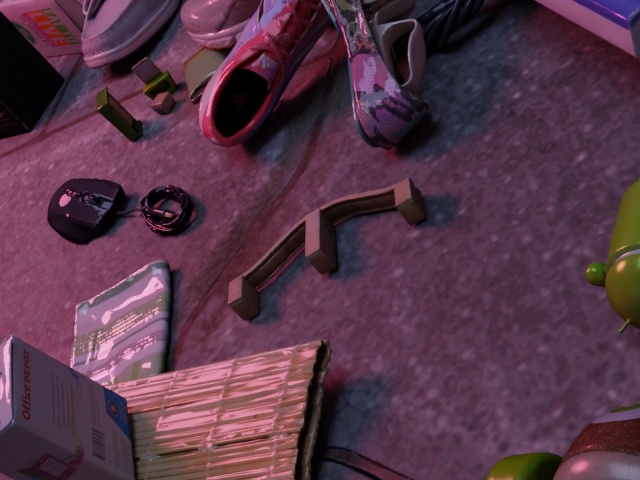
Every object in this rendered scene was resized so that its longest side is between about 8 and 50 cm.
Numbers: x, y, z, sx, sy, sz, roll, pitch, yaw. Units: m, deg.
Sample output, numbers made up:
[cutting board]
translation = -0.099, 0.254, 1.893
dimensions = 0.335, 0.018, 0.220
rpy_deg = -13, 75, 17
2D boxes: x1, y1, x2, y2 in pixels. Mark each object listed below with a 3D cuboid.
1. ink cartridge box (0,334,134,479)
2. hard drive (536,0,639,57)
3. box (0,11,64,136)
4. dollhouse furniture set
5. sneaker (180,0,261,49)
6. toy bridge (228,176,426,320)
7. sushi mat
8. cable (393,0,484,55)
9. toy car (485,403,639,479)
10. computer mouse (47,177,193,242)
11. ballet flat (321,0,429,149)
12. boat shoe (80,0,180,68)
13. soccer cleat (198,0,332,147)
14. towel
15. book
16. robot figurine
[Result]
[ink cartridge box]
translation = -0.204, 0.140, 0.973
dimensions = 0.052, 0.122, 0.088
rpy_deg = -36, 40, 19
[hard drive]
translation = 0.249, -0.248, 1.006
dimensions = 0.210, 0.040, 0.319
rpy_deg = -27, 32, -7
[box]
translation = -0.496, -0.224, 1.706
dimensions = 0.261, 0.184, 0.103
rpy_deg = -6, 49, 43
[dollhouse furniture set]
translation = -0.171, -0.179, 1.416
dimensions = 0.151, 0.058, 0.076
rpy_deg = -35, 34, 14
[sneaker]
translation = -0.062, -0.286, 1.353
dimensions = 0.262, 0.121, 0.099
rpy_deg = -8, 36, 41
[toy bridge]
translation = 0.000, 0.000, 1.055
dimensions = 0.188, 0.026, 0.063
rpy_deg = -30, 32, 20
[sushi mat]
translation = -0.125, 0.166, 0.989
dimensions = 0.316, 0.019, 0.151
rpy_deg = -15, 51, 38
[cable]
translation = 0.103, -0.232, 1.202
dimensions = 0.184, 0.047, 0.151
rpy_deg = -6, 55, 47
[toy car]
translation = 0.201, 0.101, 0.630
dimensions = 0.155, 0.149, 0.188
rpy_deg = -18, 28, 50
[computer mouse]
translation = -0.212, -0.036, 1.314
dimensions = 0.242, 0.041, 0.071
rpy_deg = 1, 52, 47
[ballet flat]
translation = 0.052, -0.179, 1.129
dimensions = 0.079, 0.077, 0.221
rpy_deg = -30, 52, 21
[boat shoe]
translation = -0.232, -0.348, 1.636
dimensions = 0.118, 0.103, 0.320
rpy_deg = -9, 45, 42
[soccer cleat]
translation = -0.038, -0.196, 1.228
dimensions = 0.248, 0.083, 0.095
rpy_deg = -57, 15, 13
[towel]
translation = -0.183, 0.090, 1.154
dimensions = 0.113, 0.023, 0.152
rpy_deg = -31, 34, 20
[book]
translation = -0.357, -0.292, 1.715
dimensions = 0.144, 0.096, 0.035
rpy_deg = 2, 54, 49
[robot figurine]
translation = 0.210, 0.007, 0.780
dimensions = 0.101, 0.067, 0.115
rpy_deg = -14, 43, 39
